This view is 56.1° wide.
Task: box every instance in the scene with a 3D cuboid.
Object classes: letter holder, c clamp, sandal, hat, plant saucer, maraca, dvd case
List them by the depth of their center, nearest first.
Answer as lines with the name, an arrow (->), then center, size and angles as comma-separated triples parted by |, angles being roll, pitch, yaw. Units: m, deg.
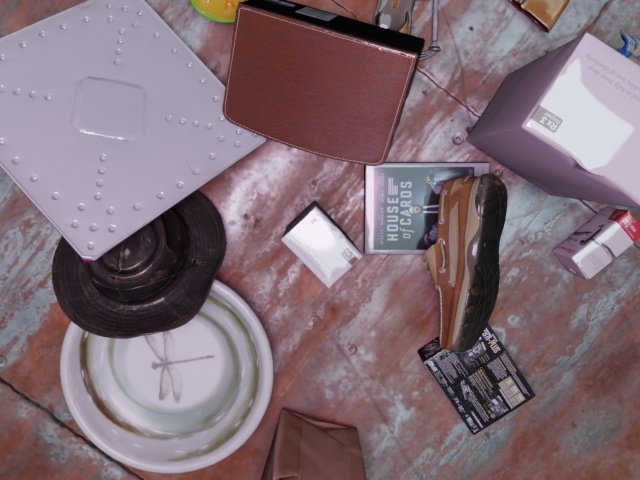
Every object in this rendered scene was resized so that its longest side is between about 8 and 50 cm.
hat -> -0.325, -0.003, 1.047 | 0.331, 0.134, 0.331 | 1, 60, -1
letter holder -> 0.003, -0.277, 1.055 | 0.302, 0.152, 0.214 | 17, 120, 5
maraca -> -0.154, -0.463, 1.085 | 0.185, 0.099, 0.127 | -27, 101, -23
sandal -> 0.135, -0.386, 1.095 | 0.090, 0.060, 0.219 | 9, 98, 13
c clamp -> 0.196, -0.413, 1.123 | 0.137, 0.022, 0.161 | 6, 97, 1
dvd case -> 0.203, -0.062, 1.161 | 0.238, 0.029, 0.179 | 0, 97, -1
plant saucer -> -0.287, 0.241, 1.163 | 0.400, 0.100, 0.400 | 0, 97, 0

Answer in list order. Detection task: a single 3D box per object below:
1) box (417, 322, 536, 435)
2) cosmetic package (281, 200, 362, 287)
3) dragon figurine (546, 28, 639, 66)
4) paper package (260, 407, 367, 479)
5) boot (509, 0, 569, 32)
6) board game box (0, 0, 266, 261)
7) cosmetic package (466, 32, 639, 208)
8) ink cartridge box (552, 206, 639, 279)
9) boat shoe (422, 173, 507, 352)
box -> 0.302, 0.258, 1.173 | 0.147, 0.077, 0.180 | -35, 96, 4
cosmetic package -> 0.000, 0.000, 1.067 | 0.085, 0.231, 0.117 | -43, 94, 5
dragon figurine -> 0.527, -0.261, 1.043 | 0.289, 0.085, 0.144 | 54, 129, 24
paper package -> -0.043, 0.525, 1.089 | 0.168, 0.309, 0.325 | 15, 97, -4
boot -> 0.495, -0.500, 1.076 | 0.264, 0.096, 0.280 | 37, 96, -4
board game box -> -0.355, -0.211, 1.013 | 0.390, 0.050, 0.390 | 47, 59, 3
cosmetic package -> 0.396, -0.177, 0.968 | 0.217, 0.385, 0.156 | 32, 96, -4
ink cartridge box -> 0.522, 0.003, 1.132 | 0.135, 0.099, 0.056 | -41, 95, 4
boat shoe -> 0.257, 0.038, 1.106 | 0.120, 0.122, 0.324 | 10, 91, 41
